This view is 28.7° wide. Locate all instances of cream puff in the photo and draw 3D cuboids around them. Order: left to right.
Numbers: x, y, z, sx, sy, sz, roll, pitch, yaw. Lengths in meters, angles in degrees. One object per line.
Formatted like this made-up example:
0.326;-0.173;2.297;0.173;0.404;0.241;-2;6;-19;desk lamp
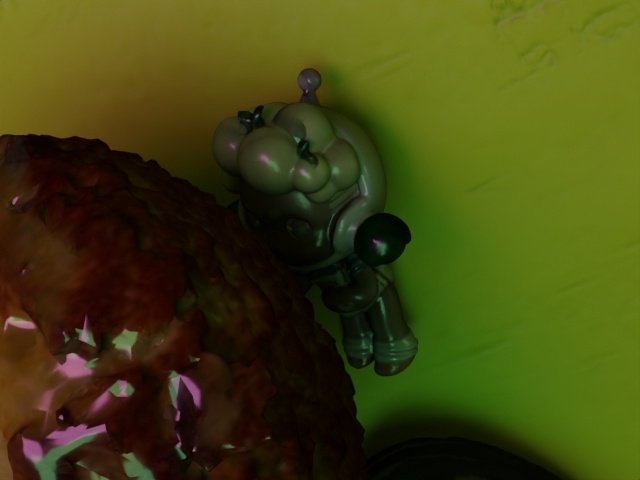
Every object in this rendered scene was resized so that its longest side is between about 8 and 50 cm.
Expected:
-0.104;0.107;0.668;0.350;0.229;0.350;25;121;50;cream puff

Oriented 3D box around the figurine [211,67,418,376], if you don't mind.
-0.001;0.000;0.742;0.147;0.093;0.197;8;122;44;figurine

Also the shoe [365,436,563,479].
0.160;0.298;0.768;0.384;0.237;0.171;37;116;-7;shoe
